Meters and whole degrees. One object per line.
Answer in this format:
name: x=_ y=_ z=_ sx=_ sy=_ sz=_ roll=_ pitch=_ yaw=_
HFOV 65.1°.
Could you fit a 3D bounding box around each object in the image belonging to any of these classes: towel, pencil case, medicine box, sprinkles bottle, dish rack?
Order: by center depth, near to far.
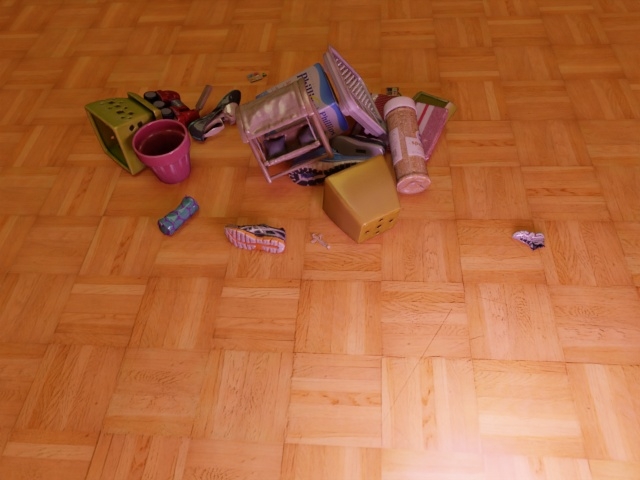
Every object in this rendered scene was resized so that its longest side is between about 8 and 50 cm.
pencil case: x=-0.498 y=-0.089 z=1.751 sx=0.070 sy=0.064 sz=0.151 roll=42 pitch=64 yaw=2
sprinkles bottle: x=0.306 y=-0.342 z=1.796 sx=0.122 sy=0.121 sz=0.355 roll=-5 pitch=65 yaw=1
dish rack: x=0.119 y=-0.540 z=1.864 sx=0.072 sy=0.286 sz=0.332 roll=-32 pitch=60 yaw=24
medicine box: x=-0.073 y=-0.486 z=1.905 sx=0.290 sy=0.149 sz=0.263 roll=-26 pitch=53 yaw=12
towel: x=0.298 y=-0.440 z=1.931 sx=0.329 sy=0.037 sz=0.236 roll=20 pitch=72 yaw=21

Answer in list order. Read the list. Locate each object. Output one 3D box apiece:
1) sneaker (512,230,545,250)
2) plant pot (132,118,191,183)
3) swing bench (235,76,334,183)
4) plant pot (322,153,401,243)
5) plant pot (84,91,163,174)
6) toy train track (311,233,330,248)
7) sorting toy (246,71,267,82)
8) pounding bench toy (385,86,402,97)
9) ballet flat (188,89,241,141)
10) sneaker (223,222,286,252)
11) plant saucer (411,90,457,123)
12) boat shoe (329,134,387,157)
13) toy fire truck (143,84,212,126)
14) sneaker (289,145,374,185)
sneaker: x=0.664 y=0.006 z=1.594 sx=0.098 sy=0.038 sz=0.069 roll=2 pitch=53 yaw=7
plant pot: x=-0.565 y=-0.314 z=1.852 sx=0.202 sy=0.180 sz=0.201 roll=-3 pitch=53 yaw=3
swing bench: x=-0.121 y=-0.372 z=1.699 sx=0.254 sy=0.254 sz=0.165 roll=-21 pitch=38 yaw=12
plant pot: x=0.145 y=-0.118 z=1.641 sx=0.212 sy=0.212 sz=0.187 roll=-24 pitch=68 yaw=-13
plant pot: x=-0.724 y=-0.426 z=1.927 sx=0.228 sy=0.227 sz=0.207 roll=36 pitch=58 yaw=29
toy train track: x=0.000 y=0.000 z=1.673 sx=0.048 sy=0.014 sz=0.083 roll=-40 pitch=60 yaw=-22
sorting toy: x=-0.284 y=-0.738 z=2.244 sx=0.083 sy=0.012 sz=0.062 roll=-24 pitch=55 yaw=-12
pounding bench toy: x=0.310 y=-0.594 z=2.060 sx=0.084 sy=0.052 sz=0.065 roll=2 pitch=54 yaw=7
ballet flat: x=-0.404 y=-0.496 z=2.036 sx=0.096 sy=0.095 sz=0.280 roll=41 pitch=76 yaw=18
sneaker: x=-0.215 y=-0.020 z=1.671 sx=0.215 sy=0.084 sz=0.083 roll=13 pitch=52 yaw=4
plant saucer: x=0.424 y=-0.523 z=2.002 sx=0.189 sy=0.045 sz=0.188 roll=27 pitch=60 yaw=23
boat shoe: x=0.141 y=-0.359 z=1.893 sx=0.220 sy=0.077 sz=0.070 roll=17 pitch=48 yaw=14
toy fire truck: x=-0.575 y=-0.560 z=2.068 sx=0.247 sy=0.158 sz=0.217 roll=-26 pitch=54 yaw=-28
sneaker: x=0.054 y=-0.287 z=1.810 sx=0.331 sy=0.129 sz=0.147 roll=2 pitch=56 yaw=7
